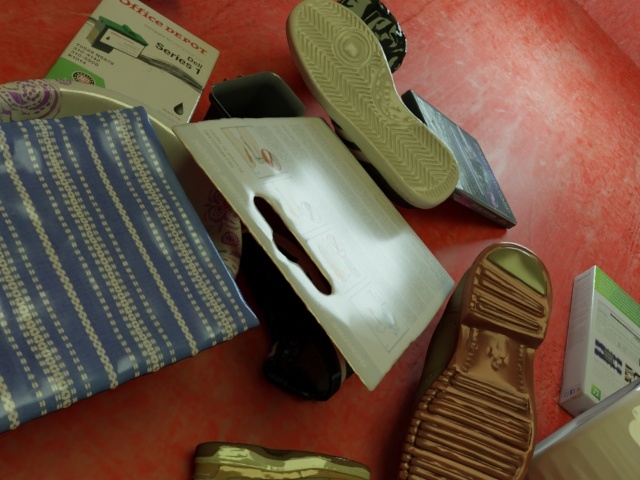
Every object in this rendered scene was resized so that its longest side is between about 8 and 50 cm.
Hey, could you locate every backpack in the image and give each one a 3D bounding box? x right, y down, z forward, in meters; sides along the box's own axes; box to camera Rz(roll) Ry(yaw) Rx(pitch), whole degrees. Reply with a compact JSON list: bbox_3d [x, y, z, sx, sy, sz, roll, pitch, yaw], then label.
[{"bbox_3d":[0.058,-0.321,1.080,0.115,0.182,0.152,-41,104,-11],"label":"backpack"}]

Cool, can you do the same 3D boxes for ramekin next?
[{"bbox_3d":[0.358,0.278,0.810,0.277,0.277,0.135,-12,59,-43],"label":"ramekin"}]

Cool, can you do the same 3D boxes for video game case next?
[{"bbox_3d":[0.245,-0.133,1.144,0.274,0.026,0.196,18,47,-53],"label":"video game case"}]

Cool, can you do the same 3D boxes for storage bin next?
[{"bbox_3d":[-0.105,-0.163,0.893,0.098,0.091,0.135,51,41,7],"label":"storage bin"}]

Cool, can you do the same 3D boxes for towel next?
[{"bbox_3d":[-0.225,0.009,0.489,0.336,0.040,0.243,-17,71,-44],"label":"towel"}]

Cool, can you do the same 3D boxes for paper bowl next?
[{"bbox_3d":[-0.230,0.000,0.626,0.284,0.148,0.284,21,49,-26],"label":"paper bowl"}]

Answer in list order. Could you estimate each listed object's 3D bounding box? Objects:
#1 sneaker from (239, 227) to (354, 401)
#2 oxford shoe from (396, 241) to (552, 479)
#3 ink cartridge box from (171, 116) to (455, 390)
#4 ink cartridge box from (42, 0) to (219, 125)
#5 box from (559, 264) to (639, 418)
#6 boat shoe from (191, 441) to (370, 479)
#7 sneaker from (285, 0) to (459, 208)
[{"bbox_3d":[-0.044,0.088,0.761,0.217,0.079,0.121,48,41,0],"label":"sneaker"},{"bbox_3d":[0.183,0.198,0.823,0.140,0.146,0.397,27,65,1],"label":"oxford shoe"},{"bbox_3d":[0.000,0.000,0.777,0.308,0.091,0.385,53,25,5],"label":"ink cartridge box"},{"bbox_3d":[-0.232,-0.185,0.805,0.160,0.092,0.219,29,46,-20],"label":"ink cartridge box"},{"bbox_3d":[0.525,0.222,1.142,0.232,0.058,0.322,40,44,-8],"label":"box"},{"bbox_3d":[-0.038,0.249,0.666,0.190,0.068,0.072,12,64,-20],"label":"boat shoe"},{"bbox_3d":[0.056,-0.187,0.991,0.131,0.148,0.350,-34,93,-16],"label":"sneaker"}]
